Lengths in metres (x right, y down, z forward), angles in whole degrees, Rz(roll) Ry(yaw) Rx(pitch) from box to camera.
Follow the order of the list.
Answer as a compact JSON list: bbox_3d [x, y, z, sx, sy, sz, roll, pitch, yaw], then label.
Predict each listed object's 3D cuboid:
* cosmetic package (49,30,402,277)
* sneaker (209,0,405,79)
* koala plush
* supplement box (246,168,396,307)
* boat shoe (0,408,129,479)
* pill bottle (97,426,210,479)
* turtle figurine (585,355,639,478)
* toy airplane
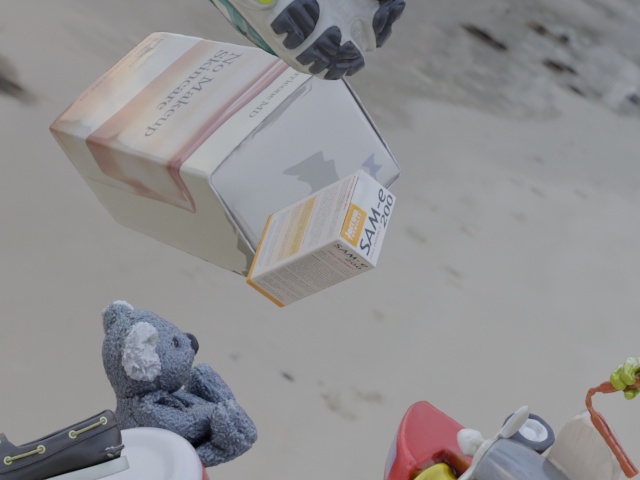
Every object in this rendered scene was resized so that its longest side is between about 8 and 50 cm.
[{"bbox_3d":[-0.091,-0.078,1.259,0.296,0.153,0.129,18,-33,53],"label":"cosmetic package"},{"bbox_3d":[-0.062,-0.175,0.676,0.110,0.107,0.275,28,-18,40],"label":"sneaker"},{"bbox_3d":[-0.222,0.190,1.934,0.196,0.203,0.221,-140,-151,-67],"label":"koala plush"},{"bbox_3d":[0.000,0.000,0.987,0.036,0.098,0.062,38,51,-25],"label":"supplement box"},{"bbox_3d":[-0.310,0.227,1.475,0.227,0.069,0.081,-11,-6,-22],"label":"boat shoe"},{"bbox_3d":[-0.187,0.422,1.776,0.210,0.210,0.363,-120,-172,-58],"label":"pill bottle"},{"bbox_3d":[0.345,0.123,1.066,0.269,0.217,0.087,30,43,13],"label":"turtle figurine"},{"bbox_3d":[0.178,0.359,1.484,0.272,0.386,0.384,-3,-3,-29],"label":"toy airplane"}]
